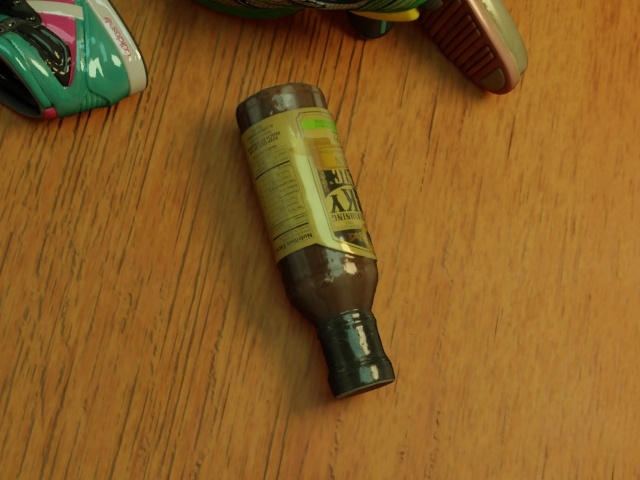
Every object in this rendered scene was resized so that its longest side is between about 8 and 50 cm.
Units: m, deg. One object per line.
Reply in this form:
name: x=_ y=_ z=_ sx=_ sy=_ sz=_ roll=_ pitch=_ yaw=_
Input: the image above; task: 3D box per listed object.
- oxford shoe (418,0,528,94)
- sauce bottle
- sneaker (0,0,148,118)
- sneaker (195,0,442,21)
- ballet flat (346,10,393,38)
oxford shoe: x=0.160 y=-0.367 z=1.295 sx=0.146 sy=0.140 sz=0.397 roll=-29 pitch=93 yaw=-17
sauce bottle: x=0.000 y=0.000 z=1.199 sx=0.111 sy=0.111 sz=0.344 roll=-15 pitch=78 yaw=-12
sneaker: x=-0.346 y=-0.252 z=1.217 sx=0.178 sy=0.124 sz=0.295 roll=-33 pitch=82 yaw=-25
sneaker: x=-0.035 y=-0.320 z=1.214 sx=0.343 sy=0.146 sz=0.134 roll=7 pitch=96 yaw=26
ballet flat: x=0.034 y=-0.341 z=1.322 sx=0.074 sy=0.074 sz=0.203 roll=-25 pitch=79 yaw=-14
